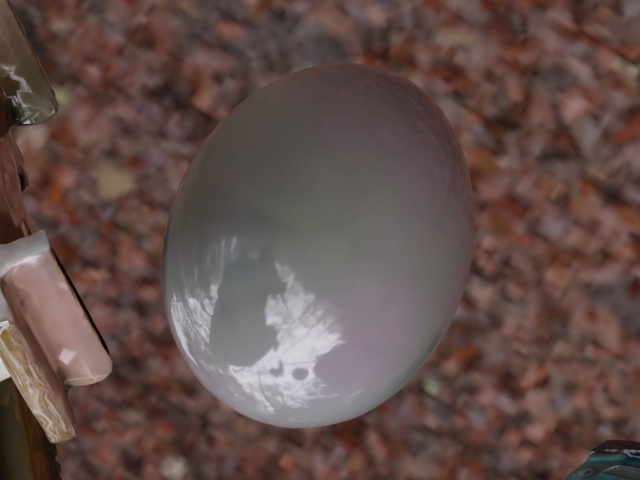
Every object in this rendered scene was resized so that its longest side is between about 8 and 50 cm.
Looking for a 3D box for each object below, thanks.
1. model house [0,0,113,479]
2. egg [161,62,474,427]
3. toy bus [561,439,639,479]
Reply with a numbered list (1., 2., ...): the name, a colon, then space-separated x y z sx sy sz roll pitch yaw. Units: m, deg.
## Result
1. model house: -0.194 0.087 0.524 0.244 0.326 0.169 69 178 -46
2. egg: 0.000 0.000 0.644 0.103 0.135 0.103 14 146 10
3. toy bus: 0.142 0.175 0.818 0.079 0.091 0.160 7 119 52
